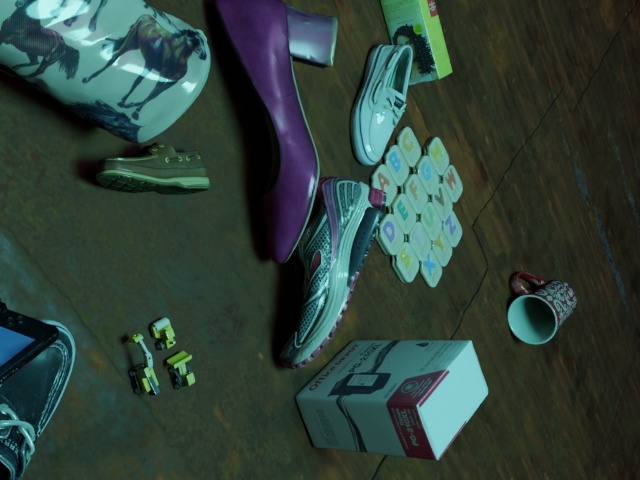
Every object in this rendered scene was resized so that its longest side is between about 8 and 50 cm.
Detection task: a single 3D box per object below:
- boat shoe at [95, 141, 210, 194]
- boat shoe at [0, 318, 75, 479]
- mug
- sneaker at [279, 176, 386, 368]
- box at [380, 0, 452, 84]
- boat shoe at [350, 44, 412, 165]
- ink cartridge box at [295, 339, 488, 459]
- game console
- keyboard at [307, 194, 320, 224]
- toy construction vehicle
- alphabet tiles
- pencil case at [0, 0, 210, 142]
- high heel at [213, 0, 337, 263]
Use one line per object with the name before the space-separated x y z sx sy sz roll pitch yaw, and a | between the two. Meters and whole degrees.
boat shoe | -0.212 -0.093 1.008 0.178 0.064 0.060 -1 83 -56
boat shoe | -0.336 0.206 0.806 0.108 0.102 0.301 57 48 -30
mug | 0.504 0.136 1.794 0.169 0.113 0.150 -21 105 -52
sneaker | 0.002 0.050 1.208 0.121 0.112 0.299 50 61 -85
box | 0.167 -0.405 1.452 0.058 0.087 0.232 -33 111 -46
boat shoe | 0.110 -0.242 1.380 0.083 0.075 0.226 21 72 -47
ink cartridge box | 0.106 0.236 1.221 0.172 0.237 0.100 -37 112 -44
game console | -0.353 0.081 0.792 0.144 0.124 0.085 -47 148 -55
keyboard | 0.000 0.000 1.277 0.108 0.023 0.180 -11 95 -49
toy construction vehicle | -0.201 0.154 1.020 0.086 0.035 0.098 -25 106 -48
alphabet tiles | 0.191 -0.061 1.506 0.278 0.021 0.284 58 49 -29
pencil case | -0.301 -0.264 0.838 0.410 0.159 0.184 34 77 -43
high heel | -0.091 -0.161 1.156 0.181 0.127 0.378 8 88 -15
